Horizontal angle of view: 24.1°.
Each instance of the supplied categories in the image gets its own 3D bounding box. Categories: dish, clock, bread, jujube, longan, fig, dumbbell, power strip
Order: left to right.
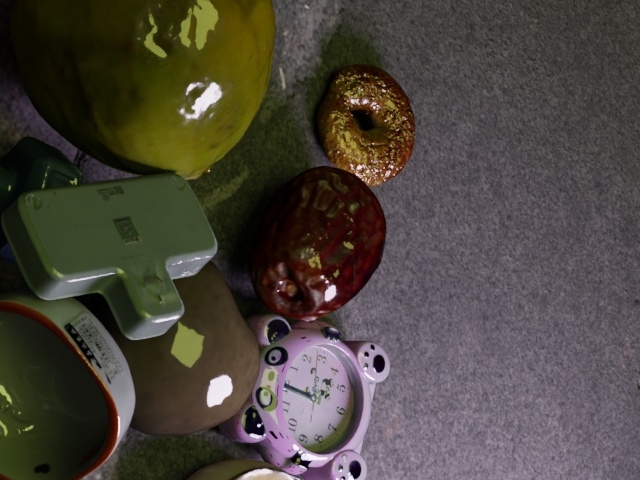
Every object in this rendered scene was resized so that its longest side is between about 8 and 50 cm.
[{"bbox_3d":[-0.441,-0.089,1.757,0.316,0.156,0.144,26,98,-38],"label":"dumbbell"},{"bbox_3d":[-0.329,0.163,1.782,0.256,0.256,0.117,67,27,-15],"label":"dish"},{"bbox_3d":[-0.231,0.022,1.764,0.265,0.059,0.194,-10,67,-47],"label":"power strip"},{"bbox_3d":[-0.216,-0.234,1.876,0.343,0.343,0.343,6,82,-43],"label":"fig"},{"bbox_3d":[-0.192,0.128,1.916,0.246,0.215,0.246,-30,126,-54],"label":"longan"},{"bbox_3d":[-0.025,0.225,2.150,0.248,0.090,0.228,27,68,-36],"label":"clock"},{"bbox_3d":[0.000,0.000,2.131,0.183,0.183,0.243,59,32,-21],"label":"jujube"},{"bbox_3d":[0.074,-0.177,2.302,0.193,0.064,0.193,6,81,-39],"label":"bread"}]

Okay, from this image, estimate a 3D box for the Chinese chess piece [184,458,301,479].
[{"bbox_3d":[-0.108,0.425,2.038,0.257,0.104,0.257,6,81,-42],"label":"Chinese chess piece"}]
